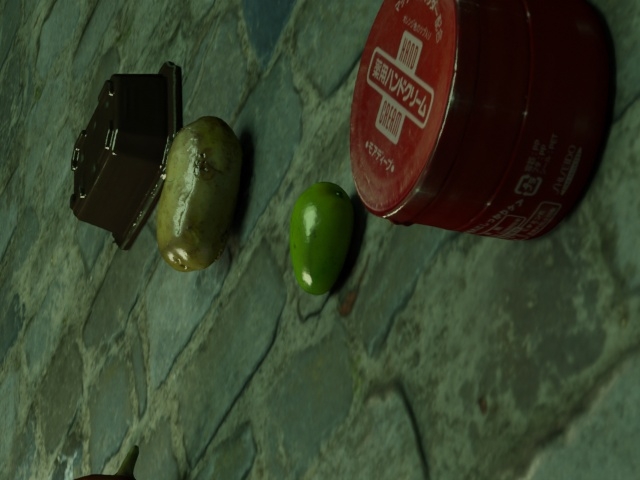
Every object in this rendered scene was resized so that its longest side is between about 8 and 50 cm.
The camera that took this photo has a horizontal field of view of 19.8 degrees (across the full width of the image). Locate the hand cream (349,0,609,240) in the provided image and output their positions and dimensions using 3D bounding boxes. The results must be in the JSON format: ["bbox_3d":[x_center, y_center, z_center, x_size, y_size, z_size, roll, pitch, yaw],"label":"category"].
[{"bbox_3d":[0.110,-0.098,1.314,0.193,0.125,0.193,-170,90,-68],"label":"hand cream"}]

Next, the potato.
[{"bbox_3d":[-0.130,-0.051,1.979,0.107,0.080,0.170,169,115,-69],"label":"potato"}]

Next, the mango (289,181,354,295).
[{"bbox_3d":[0.000,0.000,1.658,0.073,0.056,0.108,-110,23,-59],"label":"mango"}]

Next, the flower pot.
[{"bbox_3d":[-0.255,-0.113,2.333,0.251,0.084,0.179,127,146,-49],"label":"flower pot"}]

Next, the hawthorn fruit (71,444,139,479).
[{"bbox_3d":[-0.239,0.338,1.959,0.251,0.199,0.199,-66,19,-9],"label":"hawthorn fruit"}]
